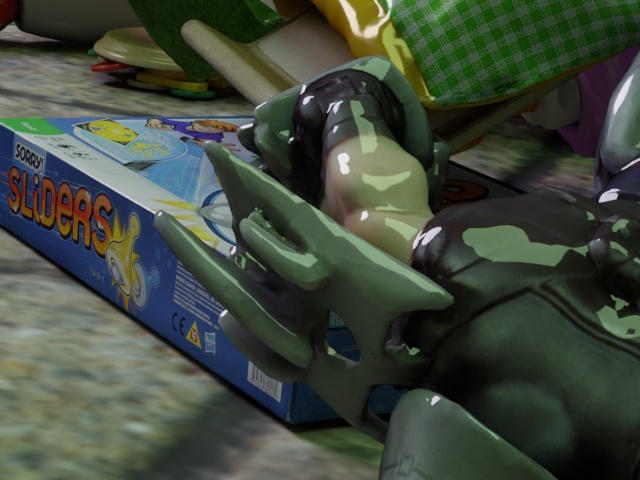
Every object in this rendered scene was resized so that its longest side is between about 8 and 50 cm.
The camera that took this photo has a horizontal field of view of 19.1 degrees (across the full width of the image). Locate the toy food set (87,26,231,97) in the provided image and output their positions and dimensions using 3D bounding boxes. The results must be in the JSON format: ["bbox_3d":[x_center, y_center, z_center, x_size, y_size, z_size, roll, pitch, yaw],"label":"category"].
[{"bbox_3d":[-0.070,-0.086,0.903,0.083,0.020,0.082,15,17,27],"label":"toy food set"}]

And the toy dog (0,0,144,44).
[{"bbox_3d":[-0.222,-0.179,0.914,0.220,0.161,0.334,19,19,39],"label":"toy dog"}]

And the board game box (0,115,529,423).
[{"bbox_3d":[0.000,0.000,0.572,0.136,0.035,0.201,-3,17,-32],"label":"board game box"}]

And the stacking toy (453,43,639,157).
[{"bbox_3d":[0.125,-0.090,0.733,0.302,0.165,0.175,-21,17,-8],"label":"stacking toy"}]

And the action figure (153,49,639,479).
[{"bbox_3d":[0.087,-0.005,0.408,0.185,0.099,0.285,39,55,8],"label":"action figure"}]

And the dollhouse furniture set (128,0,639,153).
[{"bbox_3d":[0.017,-0.149,0.625,0.198,0.151,0.301,-32,23,-5],"label":"dollhouse furniture set"}]

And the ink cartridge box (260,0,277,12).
[{"bbox_3d":[-0.026,-0.185,1.177,0.148,0.085,0.203,19,20,41],"label":"ink cartridge box"}]
